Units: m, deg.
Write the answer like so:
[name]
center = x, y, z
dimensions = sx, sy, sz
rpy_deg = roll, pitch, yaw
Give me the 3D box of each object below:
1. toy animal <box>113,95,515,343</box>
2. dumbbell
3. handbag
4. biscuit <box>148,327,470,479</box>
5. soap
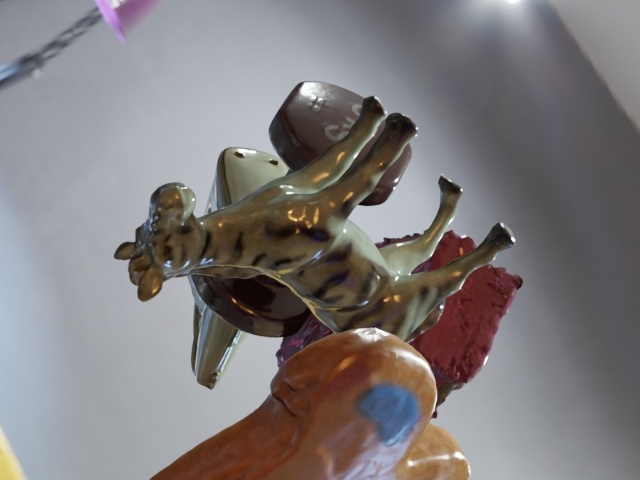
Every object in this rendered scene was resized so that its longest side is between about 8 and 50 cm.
[toy animal]
center = 0.006, -0.016, 0.767
dimensions = 0.255, 0.170, 0.090
rpy_deg = 22, 17, -29
[dumbbell]
center = -0.021, -0.026, 1.078
dimensions = 0.124, 0.225, 0.140
rpy_deg = 32, 36, -1
[handbag]
center = -0.133, 0.050, 1.505
dimensions = 0.315, 0.109, 0.241
rpy_deg = -58, -152, 33
[biscuit]
center = -0.075, 0.168, 0.546
dimensions = 0.049, 0.324, 0.205
rpy_deg = 63, 1, 36
[soap]
center = 0.057, 0.096, 1.162
dimensions = 0.112, 0.182, 0.289
rpy_deg = 39, -20, -15
